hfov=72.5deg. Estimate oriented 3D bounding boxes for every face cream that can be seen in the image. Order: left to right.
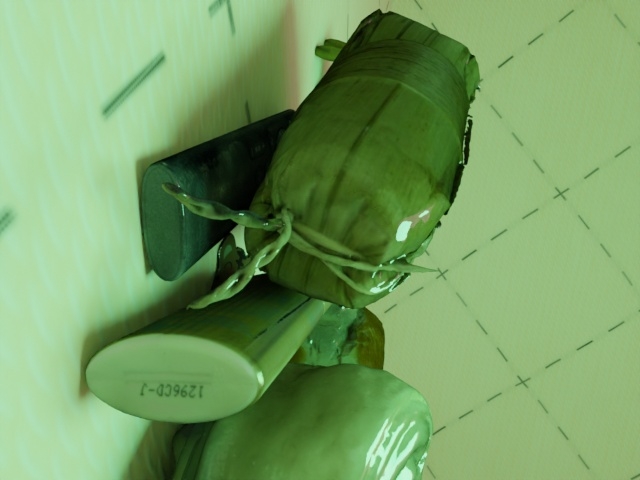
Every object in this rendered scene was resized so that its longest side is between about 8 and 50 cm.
[{"bbox_3d":[-0.076,0.083,0.437,0.285,0.139,0.068,-27,115,-76],"label":"face cream"}]

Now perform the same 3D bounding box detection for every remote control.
[{"bbox_3d":[-0.088,-0.083,0.524,0.377,0.044,0.107,-60,162,-64],"label":"remote control"}]

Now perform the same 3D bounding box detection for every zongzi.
[{"bbox_3d":[0.020,0.009,0.585,0.467,0.218,0.500,106,8,-46],"label":"zongzi"}]

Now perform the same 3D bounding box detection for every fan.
[{"bbox_3d":[-0.127,0.112,0.578,0.152,0.008,0.227,65,34,-73],"label":"fan"}]

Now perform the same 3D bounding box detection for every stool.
[{"bbox_3d":[0.051,-0.346,0.890,0.134,0.110,0.135,54,47,-75],"label":"stool"}]

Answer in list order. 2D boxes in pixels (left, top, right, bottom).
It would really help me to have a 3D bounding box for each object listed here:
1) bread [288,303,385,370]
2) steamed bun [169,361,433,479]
[{"bbox_3d":[0.023,0.236,0.947,0.279,0.224,0.250,73,20,-45],"label":"bread"},{"bbox_3d":[-0.058,0.285,0.480,0.339,0.247,0.352,-63,-173,-29],"label":"steamed bun"}]
